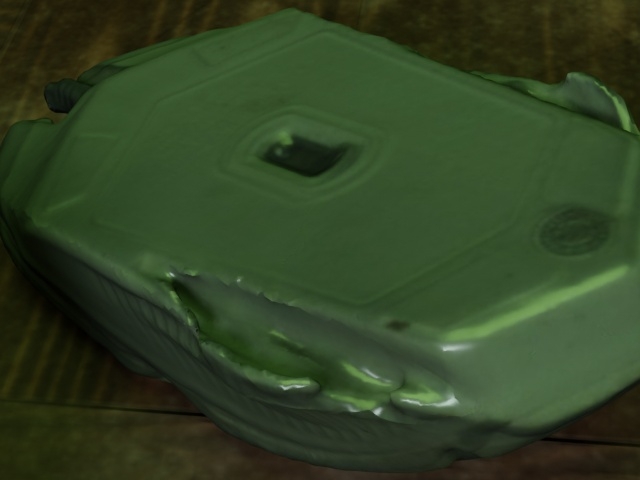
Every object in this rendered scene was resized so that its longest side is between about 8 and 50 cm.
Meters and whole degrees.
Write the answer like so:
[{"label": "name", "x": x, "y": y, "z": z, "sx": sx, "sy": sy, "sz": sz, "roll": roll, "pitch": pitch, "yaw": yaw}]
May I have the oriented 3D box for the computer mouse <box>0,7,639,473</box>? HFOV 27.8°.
[{"label": "computer mouse", "x": -0.001, "y": 0.002, "z": 0.665, "sx": 0.429, "sy": 0.145, "sz": 0.228, "roll": 24, "pitch": 57, "yaw": 41}]
